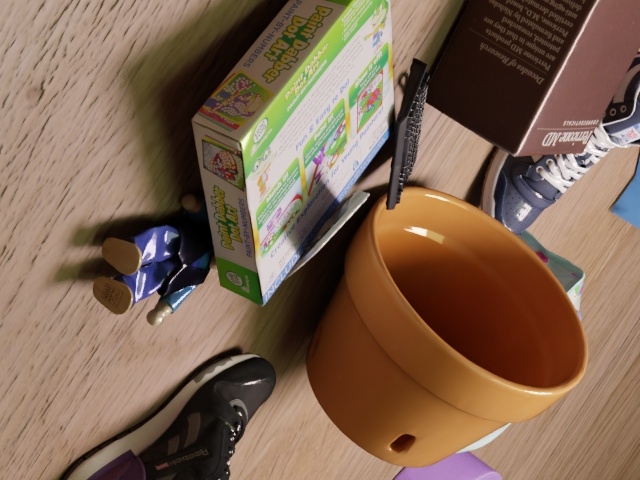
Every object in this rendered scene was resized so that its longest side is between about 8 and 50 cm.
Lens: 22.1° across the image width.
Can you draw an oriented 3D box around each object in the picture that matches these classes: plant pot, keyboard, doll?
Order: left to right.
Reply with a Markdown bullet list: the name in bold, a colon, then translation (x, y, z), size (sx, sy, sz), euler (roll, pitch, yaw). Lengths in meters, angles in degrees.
- **doll**: translation (-0.135, 0.021, 1.488), size (0.189, 0.046, 0.129), euler (-18, 128, -61)
- **keyboard**: translation (0.000, 0.000, 1.608), size (0.072, 0.014, 0.256), euler (-53, -178, -12)
- **keyboard**: translation (0.093, -0.116, 1.696), size (0.180, 0.023, 0.108), euler (95, 9, -61)
- **plant pot**: translation (0.119, 0.112, 1.814), size (0.291, 0.291, 0.203), euler (-17, 152, -53)

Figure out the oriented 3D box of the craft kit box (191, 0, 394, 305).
- **craft kit box**: translation (-0.016, -0.104, 1.485), size (0.250, 0.061, 0.246), euler (-54, 160, -29)

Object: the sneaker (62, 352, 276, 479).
- **sneaker**: translation (-0.126, 0.231, 1.671), size (0.283, 0.124, 0.107), euler (-37, 150, -34)

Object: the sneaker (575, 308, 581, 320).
- **sneaker**: translation (0.223, 0.054, 1.965), size (0.081, 0.211, 0.080), euler (-24, 153, -36)

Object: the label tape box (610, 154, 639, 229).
- **label tape box**: translation (0.604, -0.130, 2.367), size (0.333, 0.241, 0.106), euler (-53, 155, -5)

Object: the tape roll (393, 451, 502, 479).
- **tape roll**: translation (0.154, 0.435, 2.454), size (0.275, 0.090, 0.274), euler (-41, 151, -29)

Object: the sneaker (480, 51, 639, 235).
- **sneaker**: translation (0.312, -0.110, 1.961), size (0.099, 0.153, 0.282), euler (30, 92, -42)

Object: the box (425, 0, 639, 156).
- **box**: translation (0.278, -0.283, 1.734), size (0.191, 0.143, 0.381), euler (-8, 130, -58)

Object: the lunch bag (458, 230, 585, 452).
- **lunch bag**: translation (0.199, 0.138, 2.081), size (0.262, 0.160, 0.223), euler (-42, 153, -16)
